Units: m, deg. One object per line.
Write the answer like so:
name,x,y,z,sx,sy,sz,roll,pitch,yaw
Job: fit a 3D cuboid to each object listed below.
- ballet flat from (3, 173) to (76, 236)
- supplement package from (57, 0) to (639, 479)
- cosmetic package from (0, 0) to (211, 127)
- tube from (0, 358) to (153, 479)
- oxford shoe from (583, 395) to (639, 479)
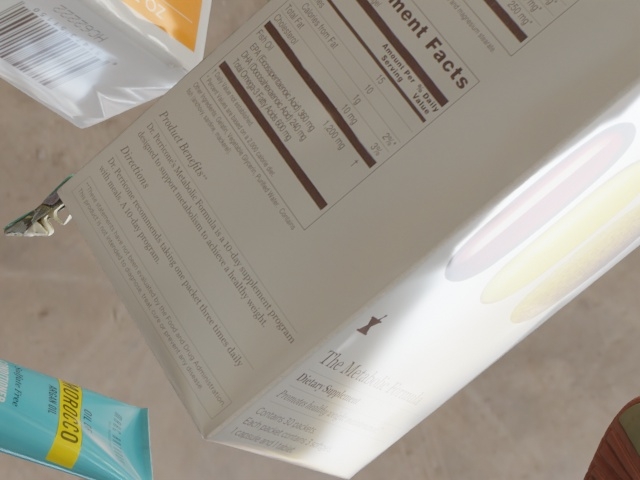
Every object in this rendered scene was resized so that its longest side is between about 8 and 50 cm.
ballet flat,-0.304,-0.028,1.654,0.114,0.041,0.041,-36,132,17
supplement package,0.043,-0.034,0.610,0.244,0.134,0.139,-41,152,11
cosmetic package,-0.211,-0.361,1.358,0.162,0.453,0.230,-18,144,36
tube,-0.191,0.092,0.851,0.207,0.080,0.052,22,123,-22
oxford shoe,0.302,0.348,1.442,0.147,0.140,0.397,17,107,-22
